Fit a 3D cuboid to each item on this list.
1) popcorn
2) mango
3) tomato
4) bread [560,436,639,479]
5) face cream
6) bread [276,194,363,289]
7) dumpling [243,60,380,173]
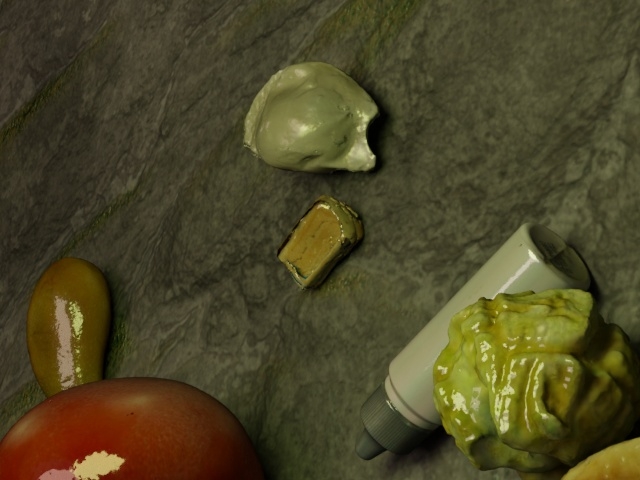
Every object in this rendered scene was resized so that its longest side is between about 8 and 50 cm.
[{"bbox_3d":[0.197,0.136,1.418,0.187,0.185,0.167,-19,48,45],"label":"popcorn"},{"bbox_3d":[-0.339,0.133,2.126,0.136,0.099,0.228,-21,67,36],"label":"mango"},{"bbox_3d":[-0.214,0.290,1.740,0.321,0.321,0.322,-23,57,42],"label":"tomato"},{"bbox_3d":[0.291,0.278,1.282,0.244,0.134,0.245,-24,58,46],"label":"bread"},{"bbox_3d":[0.136,0.118,1.567,0.311,0.092,0.092,-49,43,24],"label":"face cream"},{"bbox_3d":[0.000,0.000,1.813,0.106,0.053,0.072,-49,66,28],"label":"bread"},{"bbox_3d":[-0.008,-0.142,1.838,0.199,0.118,0.136,19,91,30],"label":"dumpling"}]
